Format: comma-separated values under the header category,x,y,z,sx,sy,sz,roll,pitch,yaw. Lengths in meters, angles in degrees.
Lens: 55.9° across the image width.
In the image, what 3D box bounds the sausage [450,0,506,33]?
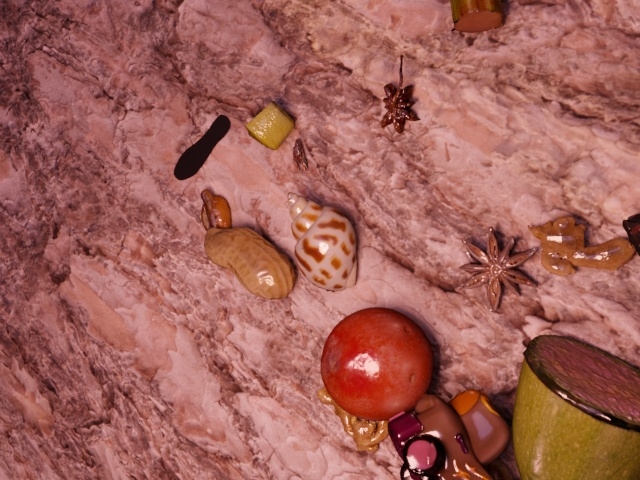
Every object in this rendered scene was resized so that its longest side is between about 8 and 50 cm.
category,x,y,z,sx,sy,sz,roll,pitch,yaw
sausage,0.355,-0.659,1.456,0.125,0.117,0.318,-9,79,10

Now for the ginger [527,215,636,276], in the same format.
category,x,y,z,sx,sy,sz,roll,pitch,yaw
ginger,0.569,0.007,1.316,0.214,0.059,0.133,-10,85,27

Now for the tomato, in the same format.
category,x,y,z,sx,sy,sz,roll,pitch,yaw
tomato,0.125,0.285,1.404,0.264,0.265,0.265,-3,84,26

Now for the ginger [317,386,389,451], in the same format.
category,x,y,z,sx,sy,sz,roll,pitch,yaw
ginger,0.085,0.442,1.516,0.193,0.052,0.177,-12,74,24

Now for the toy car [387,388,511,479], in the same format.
category,x,y,z,sx,sy,sz,roll,pitch,yaw
toy car,0.298,0.474,1.243,0.240,0.271,0.341,-26,62,-7

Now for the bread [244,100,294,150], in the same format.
category,x,y,z,sx,sy,sz,roll,pitch,yaw
bread,-0.138,-0.314,1.663,0.111,0.129,0.114,41,100,-14

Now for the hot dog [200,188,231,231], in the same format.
category,x,y,z,sx,sy,sz,roll,pitch,yaw
hot dog,-0.308,-0.082,1.755,0.089,0.060,0.140,-10,77,20

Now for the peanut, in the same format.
category,x,y,z,sx,sy,sz,roll,pitch,yaw
peanut,-0.199,0.054,1.648,0.325,0.140,0.153,28,140,33

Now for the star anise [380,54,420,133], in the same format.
category,x,y,z,sx,sy,sz,roll,pitch,yaw
star anise,0.198,-0.367,1.524,0.097,0.070,0.191,10,102,37

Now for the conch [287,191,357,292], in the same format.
category,x,y,z,sx,sy,sz,roll,pitch,yaw
conch,0.000,0.000,1.546,0.182,0.148,0.275,-31,75,16

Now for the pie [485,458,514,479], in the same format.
category,x,y,z,sx,sy,sz,roll,pitch,yaw
pie,0.346,0.585,1.355,0.178,0.084,0.205,-3,79,26

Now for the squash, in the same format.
category,x,y,z,sx,sy,sz,roll,pitch,yaw
squash,0.504,0.398,1.216,0.310,0.310,0.309,28,114,26

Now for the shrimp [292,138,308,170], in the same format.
category,x,y,z,sx,sy,sz,roll,pitch,yaw
shrimp,-0.060,-0.232,1.665,0.038,0.029,0.093,-18,81,23

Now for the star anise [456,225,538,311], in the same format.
category,x,y,z,sx,sy,sz,roll,pitch,yaw
star anise,0.410,0.068,1.389,0.182,0.065,0.195,9,90,22

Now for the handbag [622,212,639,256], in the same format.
category,x,y,z,sx,sy,sz,roll,pitch,yaw
handbag,0.727,-0.017,1.187,0.215,0.155,0.169,-31,64,21

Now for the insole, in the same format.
category,x,y,z,sx,sy,sz,roll,pitch,yaw
insole,-0.358,-0.276,1.829,0.253,0.005,0.086,-44,69,16
